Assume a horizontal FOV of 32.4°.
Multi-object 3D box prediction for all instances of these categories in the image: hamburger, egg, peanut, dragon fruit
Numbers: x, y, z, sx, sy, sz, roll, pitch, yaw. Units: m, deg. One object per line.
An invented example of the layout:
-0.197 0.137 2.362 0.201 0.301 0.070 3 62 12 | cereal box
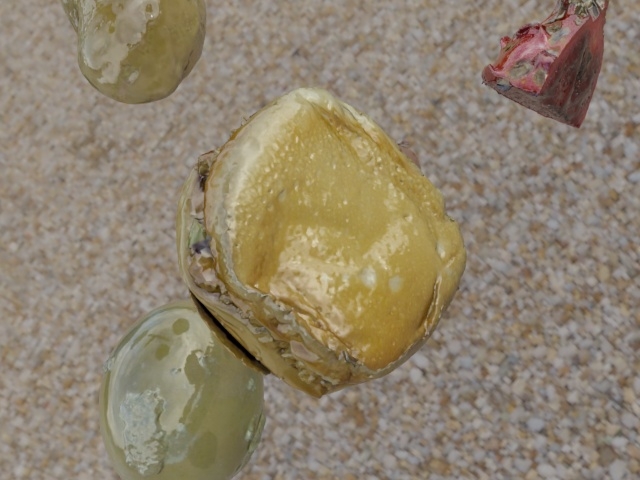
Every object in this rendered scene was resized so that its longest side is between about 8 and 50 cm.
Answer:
0.001 -0.001 0.787 0.108 0.214 0.213 -35 36 55 | hamburger
-0.134 0.156 1.057 0.164 0.164 0.201 19 105 48 | egg
-0.167 -0.219 0.971 0.129 0.129 0.224 -29 57 23 | peanut
0.353 -0.294 1.684 0.134 0.262 0.211 32 95 25 | dragon fruit

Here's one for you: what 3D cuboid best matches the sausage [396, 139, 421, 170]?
0.110 -0.106 1.803 0.094 0.094 0.419 -49 -3 14 | sausage
